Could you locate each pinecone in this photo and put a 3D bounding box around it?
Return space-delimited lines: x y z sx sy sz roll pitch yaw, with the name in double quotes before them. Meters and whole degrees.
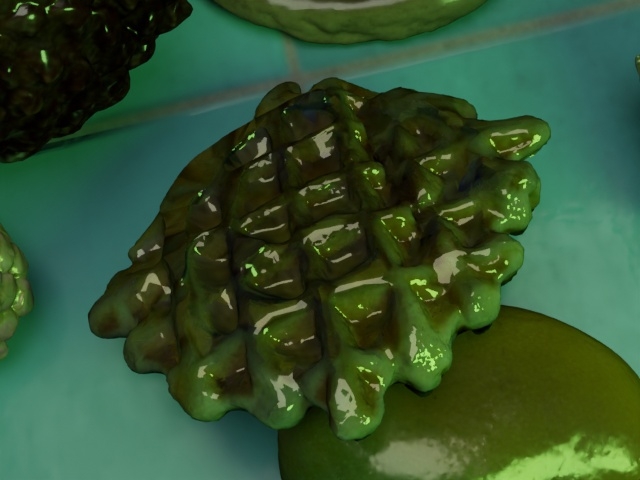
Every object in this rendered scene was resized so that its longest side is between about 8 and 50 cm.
"pinecone" -0.196 -0.186 0.622 0.246 0.246 0.292 -19 61 -2

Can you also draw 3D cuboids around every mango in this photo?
"mango" 0.072 0.092 0.591 0.191 0.086 0.122 -12 59 -8

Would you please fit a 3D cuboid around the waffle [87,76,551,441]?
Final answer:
"waffle" 0.000 -0.002 0.589 0.204 0.054 0.223 19 60 32

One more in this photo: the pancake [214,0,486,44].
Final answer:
"pancake" 0.015 -0.226 0.713 0.241 0.050 0.242 -2 71 5

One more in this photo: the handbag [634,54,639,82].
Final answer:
"handbag" 0.253 -0.057 0.624 0.173 0.095 0.117 1 66 -4

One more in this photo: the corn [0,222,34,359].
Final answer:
"corn" -0.268 -0.028 0.530 0.126 0.335 0.127 -16 61 31
